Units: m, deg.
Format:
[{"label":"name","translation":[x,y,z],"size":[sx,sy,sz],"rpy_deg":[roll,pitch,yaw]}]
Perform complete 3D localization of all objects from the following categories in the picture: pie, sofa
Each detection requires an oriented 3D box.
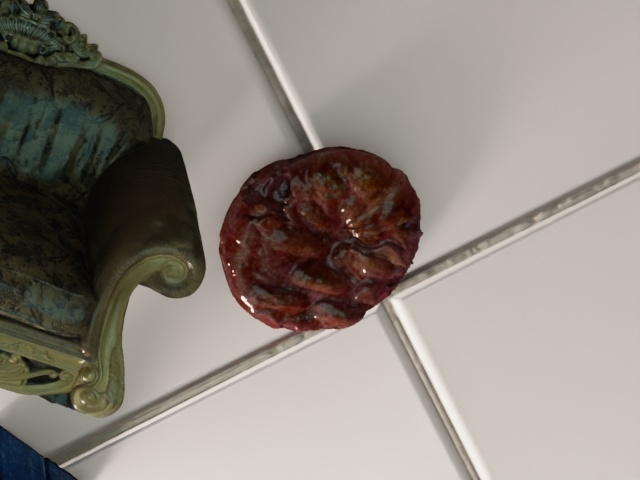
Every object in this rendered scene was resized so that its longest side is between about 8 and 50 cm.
[{"label":"pie","translation":[0.000,0.000,1.108],"size":[0.154,0.036,0.154],"rpy_deg":[-5,116,-11]},{"label":"sofa","translation":[-0.203,-0.037,0.953],"size":[0.258,0.200,0.182],"rpy_deg":[20,112,-19]}]

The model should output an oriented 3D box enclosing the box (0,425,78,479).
[{"label":"box","translation":[-0.277,0.311,1.071],"size":[0.279,0.261,0.116],"rpy_deg":[-43,119,10]}]
